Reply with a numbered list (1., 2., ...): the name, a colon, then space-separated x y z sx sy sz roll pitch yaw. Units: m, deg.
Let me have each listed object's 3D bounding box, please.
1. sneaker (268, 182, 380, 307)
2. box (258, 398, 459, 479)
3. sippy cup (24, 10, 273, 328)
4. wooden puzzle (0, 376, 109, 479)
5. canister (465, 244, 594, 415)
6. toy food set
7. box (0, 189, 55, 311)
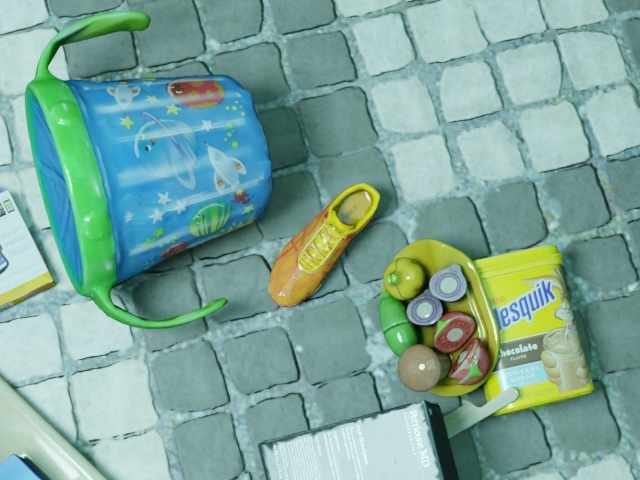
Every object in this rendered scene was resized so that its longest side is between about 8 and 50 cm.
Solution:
1. sneaker: 0.000 0.000 1.306 0.064 0.067 0.175 36 77 3
2. box: 0.062 0.313 1.184 0.184 0.103 0.261 -17 76 15
3. sippy cup: -0.179 -0.078 1.244 0.224 0.305 0.240 -14 33 -19
4. wooden puzzle: -0.421 0.284 1.188 0.348 0.080 0.322 42 76 6
5. canister: 0.228 0.102 1.295 0.126 0.073 0.170 -12 78 -7
6. toy food set: 0.123 0.103 1.255 0.128 0.071 0.218 -28 74 30
7. box: -0.363 0.007 1.295 0.081 0.028 0.136 -26 76 -11
